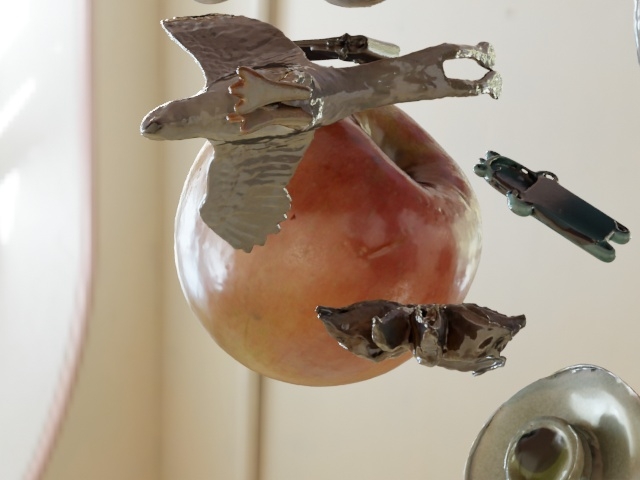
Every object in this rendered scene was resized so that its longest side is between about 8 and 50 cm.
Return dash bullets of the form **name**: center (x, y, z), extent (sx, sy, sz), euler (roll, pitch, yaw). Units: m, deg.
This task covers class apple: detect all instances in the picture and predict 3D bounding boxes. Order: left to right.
- **apple**: center (0.000, 0.000, 2.112), extent (0.364, 0.363, 0.364), euler (2, -165, 0)

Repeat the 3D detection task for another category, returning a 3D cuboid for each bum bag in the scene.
- **bum bag**: center (-0.010, -0.184, 1.790), extent (0.159, 0.026, 0.109), euler (-2, 180, 23)

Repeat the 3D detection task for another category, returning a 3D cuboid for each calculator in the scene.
- **calculator**: center (0.189, -0.030, 1.488), extent (0.141, 0.019, 0.094), euler (34, -151, 11)

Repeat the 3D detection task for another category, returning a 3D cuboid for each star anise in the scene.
- **star anise**: center (0.087, 0.084, 1.597), extent (0.182, 0.065, 0.195), euler (3, -178, 15)

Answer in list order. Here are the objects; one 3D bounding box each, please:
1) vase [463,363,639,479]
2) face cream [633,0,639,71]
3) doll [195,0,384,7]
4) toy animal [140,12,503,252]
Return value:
- **vase**: center (0.321, 0.264, 1.584), extent (0.445, 0.250, 0.250), euler (31, 173, -40)
- **face cream**: center (0.357, -0.215, 1.616), extent (0.111, 0.205, 0.206), euler (7, -165, 31)
- **doll**: center (-0.042, -0.329, 2.059), extent (0.287, 0.150, 0.151), euler (-4, -166, 9)
- **toy animal**: center (0.007, -0.109, 1.517), extent (0.284, 0.225, 0.302), euler (-11, -177, 9)
